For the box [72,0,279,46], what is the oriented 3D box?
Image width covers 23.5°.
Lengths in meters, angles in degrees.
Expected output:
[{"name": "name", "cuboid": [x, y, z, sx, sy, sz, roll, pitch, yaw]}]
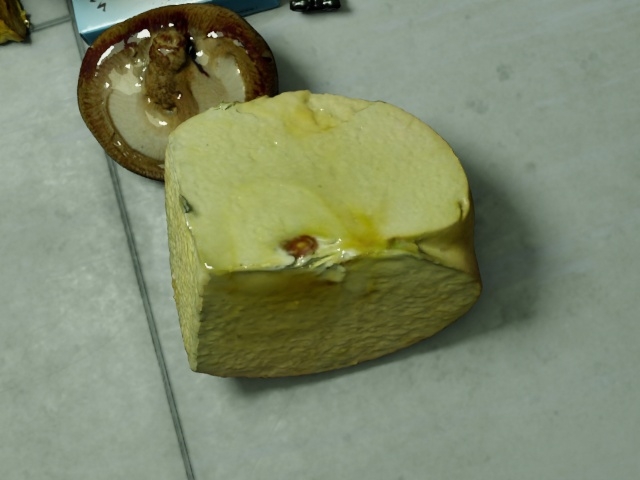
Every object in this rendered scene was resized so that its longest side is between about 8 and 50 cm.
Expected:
[{"name": "box", "cuboid": [-0.176, -0.321, 1.793, 0.232, 0.083, 0.142, -13, 78, 4]}]

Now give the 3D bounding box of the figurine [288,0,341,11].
[{"name": "figurine", "cuboid": [-0.019, -0.363, 1.771, 0.114, 0.108, 0.196, -3, 86, 3]}]

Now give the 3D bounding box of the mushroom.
[{"name": "mushroom", "cuboid": [-0.156, -0.171, 1.735, 0.231, 0.194, 0.138, -4, 36, 12]}]

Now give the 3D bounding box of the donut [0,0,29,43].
[{"name": "donut", "cuboid": [-0.433, -0.358, 1.798, 0.101, 0.152, 0.259, -17, 76, 12]}]

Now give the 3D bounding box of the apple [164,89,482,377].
[{"name": "apple", "cuboid": [0.000, 0.000, 1.631, 0.309, 0.252, 0.314, -8, 100, -15]}]
